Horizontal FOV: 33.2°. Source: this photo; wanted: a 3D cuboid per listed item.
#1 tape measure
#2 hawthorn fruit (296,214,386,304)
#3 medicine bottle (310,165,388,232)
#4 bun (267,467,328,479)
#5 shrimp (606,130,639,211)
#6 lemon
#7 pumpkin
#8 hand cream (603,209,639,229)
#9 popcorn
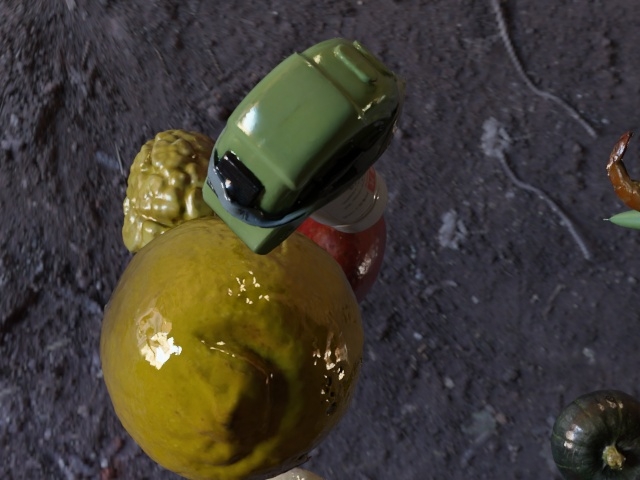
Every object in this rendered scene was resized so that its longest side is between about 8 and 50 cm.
[{"bbox_3d":[-0.010,-0.080,0.874,0.200,0.175,0.106,-42,82,1],"label":"tape measure"},{"bbox_3d":[0.000,0.000,2.040,0.265,0.265,0.307,38,66,-20],"label":"hawthorn fruit"},{"bbox_3d":[0.014,-0.099,1.751,0.144,0.144,0.252,-47,154,2],"label":"medicine bottle"},{"bbox_3d":[-0.052,0.408,1.537,0.210,0.116,0.237,4,141,17],"label":"bun"},{"bbox_3d":[0.363,-0.086,1.124,0.127,0.025,0.091,-32,86,2],"label":"shrimp"},{"bbox_3d":[-0.092,0.112,1.135,0.297,0.297,0.297,-3,105,-13],"label":"lemon"},{"bbox_3d":[0.437,0.310,1.636,0.167,0.125,0.167,1,87,-20],"label":"pumpkin"},{"bbox_3d":[0.535,-0.031,1.654,0.175,0.095,0.045,-2,91,29],"label":"hand cream"},{"bbox_3d":[-0.173,-0.046,1.500,0.203,0.226,0.200,17,95,-32],"label":"popcorn"}]
